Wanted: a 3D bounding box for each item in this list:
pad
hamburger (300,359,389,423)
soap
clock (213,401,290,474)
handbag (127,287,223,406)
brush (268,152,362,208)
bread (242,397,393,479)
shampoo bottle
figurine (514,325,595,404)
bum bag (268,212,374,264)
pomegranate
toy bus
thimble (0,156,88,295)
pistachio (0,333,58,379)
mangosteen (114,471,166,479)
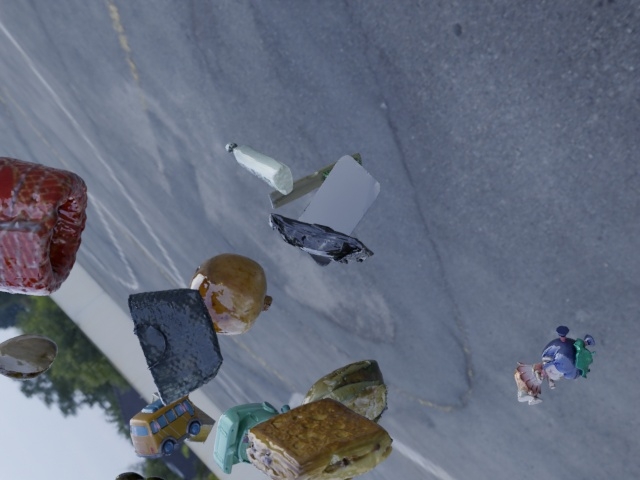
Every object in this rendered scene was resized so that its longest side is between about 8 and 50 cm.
[{"bbox_3d":[0.037,-0.078,1.796,0.004,0.267,0.181,19,-157,-47],"label":"pad"},{"bbox_3d":[0.044,0.407,1.710,0.134,0.266,0.285,54,136,37],"label":"hamburger"},{"bbox_3d":[-0.441,0.576,2.260,0.232,0.073,0.140,23,-179,39],"label":"soap"},{"bbox_3d":[-0.146,0.438,1.576,0.060,0.189,0.148,30,118,48],"label":"clock"},{"bbox_3d":[-0.330,0.228,1.606,0.088,0.175,0.270,125,125,-66],"label":"handbag"},{"bbox_3d":[-0.007,-0.159,1.906,0.048,0.282,0.054,51,162,48],"label":"brush"},{"bbox_3d":[-0.007,0.390,1.310,0.210,0.235,0.099,14,109,50],"label":"bread"},{"bbox_3d":[-0.095,-0.114,1.022,0.141,0.034,0.049,34,169,38],"label":"shampoo bottle"},{"bbox_3d":[0.508,0.274,1.531,0.111,0.195,0.102,24,-139,-40],"label":"figurine"},{"bbox_3d":[0.000,0.000,1.562,0.248,0.069,0.102,20,173,12],"label":"bum bag"},{"bbox_3d":[-0.250,0.149,1.935,0.248,0.248,0.248,41,162,16],"label":"pomegranate"},{"bbox_3d":[-0.457,0.536,2.048,0.126,0.209,0.136,-9,102,40],"label":"toy bus"},{"bbox_3d":[-0.731,-0.029,1.718,0.231,0.350,0.350,12,163,-6],"label":"thimble"},{"bbox_3d":[-0.707,0.277,1.672,0.149,0.113,0.113,8,-172,-36],"label":"pistachio"},{"bbox_3d":[-0.534,0.808,1.996,0.311,0.311,0.311,41,162,16],"label":"mangosteen"}]
